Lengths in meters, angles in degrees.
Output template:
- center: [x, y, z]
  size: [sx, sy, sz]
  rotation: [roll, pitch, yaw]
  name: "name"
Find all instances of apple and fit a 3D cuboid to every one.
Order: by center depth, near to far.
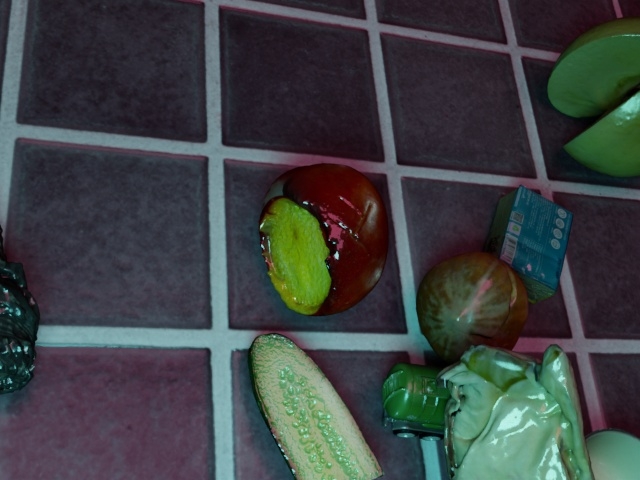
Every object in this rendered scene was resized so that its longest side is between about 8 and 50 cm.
- center: [0.570, -0.267, 1.410]
  size: [0.292, 0.254, 0.292]
  rotation: [11, 63, -21]
  name: "apple"

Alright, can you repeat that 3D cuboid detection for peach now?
- center: [0.000, 0.000, 1.109]
  size: [0.190, 0.196, 0.226]
  rotation: [5, 56, 19]
  name: "peach"

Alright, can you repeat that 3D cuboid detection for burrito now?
- center: [0.268, 0.290, 0.988]
  size: [0.135, 0.190, 0.332]
  rotation: [-6, 88, -50]
  name: "burrito"

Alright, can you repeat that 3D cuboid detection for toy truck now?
- center: [0.200, 0.235, 1.107]
  size: [0.242, 0.125, 0.101]
  rotation: [12, 62, -16]
  name: "toy truck"

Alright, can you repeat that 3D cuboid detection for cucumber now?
- center: [-0.024, 0.239, 1.055]
  size: [0.115, 0.063, 0.244]
  rotation: [-22, 75, -22]
  name: "cucumber"

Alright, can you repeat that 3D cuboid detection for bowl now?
- center: [0.415, 0.389, 1.118]
  size: [0.211, 0.112, 0.211]
  rotation: [10, 62, -19]
  name: "bowl"

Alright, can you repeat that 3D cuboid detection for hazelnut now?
- center: [0.221, 0.100, 1.158]
  size: [0.182, 0.182, 0.182]
  rotation: [8, 63, -17]
  name: "hazelnut"

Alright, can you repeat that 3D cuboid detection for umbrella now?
- center: [-0.439, 0.028, 0.948]
  size: [0.128, 0.154, 0.336]
  rotation: [-8, 70, -33]
  name: "umbrella"

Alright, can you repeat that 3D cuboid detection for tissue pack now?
- center: [0.348, 0.007, 1.294]
  size: [0.120, 0.082, 0.169]
  rotation: [27, 59, -8]
  name: "tissue pack"
